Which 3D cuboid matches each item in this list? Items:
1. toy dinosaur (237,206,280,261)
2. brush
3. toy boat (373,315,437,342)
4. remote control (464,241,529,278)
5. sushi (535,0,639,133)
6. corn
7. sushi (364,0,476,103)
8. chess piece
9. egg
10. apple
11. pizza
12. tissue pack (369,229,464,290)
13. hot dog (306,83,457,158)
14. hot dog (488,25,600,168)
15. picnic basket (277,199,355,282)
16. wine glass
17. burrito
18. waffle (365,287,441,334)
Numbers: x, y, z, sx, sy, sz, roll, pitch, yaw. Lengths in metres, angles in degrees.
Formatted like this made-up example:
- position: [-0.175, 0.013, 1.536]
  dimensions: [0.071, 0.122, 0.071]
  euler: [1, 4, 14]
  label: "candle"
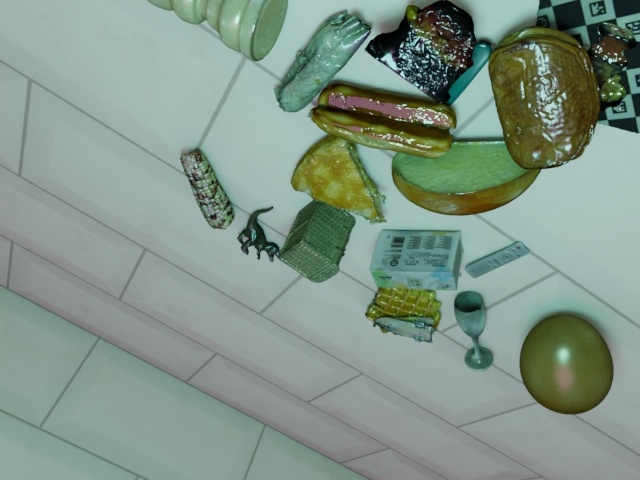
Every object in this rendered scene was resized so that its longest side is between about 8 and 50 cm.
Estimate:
- position: [-0.174, -0.026, 1.711]
  dimensions: [0.179, 0.087, 0.187]
  euler: [-43, 132, 10]
  label: "toy dinosaur"
- position: [0.299, -0.348, 1.126]
  dimensions: [0.043, 0.032, 0.193]
  euler: [22, 153, -6]
  label: "brush"
- position: [0.269, 0.277, 1.726]
  dimensions: [0.210, 0.066, 0.084]
  euler: [8, 107, 25]
  label: "toy boat"
- position: [0.489, 0.053, 1.492]
  dimensions: [0.050, 0.027, 0.184]
  euler: [38, 133, -21]
  label: "remote control"
- position: [0.528, -0.357, 0.992]
  dimensions: [0.264, 0.050, 0.290]
  euler: [25, 147, 28]
  label: "sushi"
- position: [-0.335, -0.149, 1.596]
  dimensions: [0.092, 0.092, 0.280]
  euler: [1, 131, 24]
  label: "corn"
- position: [0.219, -0.380, 1.036]
  dimensions: [0.172, 0.153, 0.150]
  euler: [43, 122, 8]
  label: "sushi"
- position: [-0.231, -0.505, 1.100]
  dimensions: [0.300, 0.167, 0.167]
  euler: [27, 141, 4]
  label: "chess piece"
- position: [0.711, 0.357, 1.556]
  dimensions: [0.250, 0.250, 0.322]
  euler: [2, 131, 23]
  label: "egg"
- position: [0.334, -0.143, 1.236]
  dimensions: [0.346, 0.254, 0.179]
  euler: [2, 105, 20]
  label: "apple"
- position: [0.067, -0.142, 1.427]
  dimensions: [0.288, 0.075, 0.280]
  euler: [43, 142, -20]
  label: "pizza"
- position: [0.276, 0.070, 1.501]
  dimensions: [0.229, 0.159, 0.145]
  euler: [0, 136, 24]
  label: "tissue pack"
- position: [0.135, -0.270, 1.215]
  dimensions: [0.337, 0.135, 0.100]
  euler: [13, 172, 11]
  label: "hot dog"
- position: [0.425, -0.280, 1.044]
  dimensions: [0.196, 0.122, 0.272]
  euler: [-1, 119, 48]
  label: "hot dog"
- position: [0.000, 0.000, 1.520]
  dimensions: [0.154, 0.196, 0.134]
  euler: [36, 138, -18]
  label: "picnic basket"
- position: [0.423, 0.340, 1.681]
  dimensions: [0.096, 0.264, 0.309]
  euler: [36, 158, 45]
  label: "wine glass"
- position: [-0.007, -0.389, 1.186]
  dimensions: [0.096, 0.066, 0.309]
  euler: [32, 140, -20]
  label: "burrito"
- position: [0.257, 0.222, 1.758]
  dimensions: [0.283, 0.065, 0.309]
  euler: [-13, 128, 34]
  label: "waffle"
